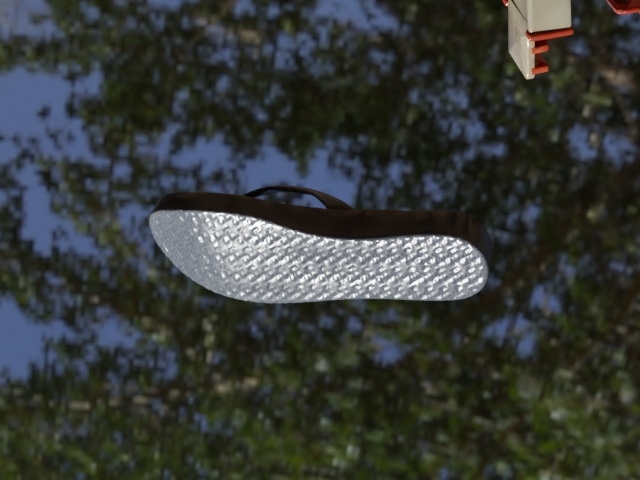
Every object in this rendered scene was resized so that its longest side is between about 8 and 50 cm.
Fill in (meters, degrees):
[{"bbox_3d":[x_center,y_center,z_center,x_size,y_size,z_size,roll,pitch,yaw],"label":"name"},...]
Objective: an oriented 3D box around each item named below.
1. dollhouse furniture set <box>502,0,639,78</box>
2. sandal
[{"bbox_3d":[0.344,-0.284,1.957,0.259,0.135,0.262,-12,-142,-7],"label":"dollhouse furniture set"},{"bbox_3d":[0.001,0.001,1.273,0.254,0.097,0.054,6,-133,8],"label":"sandal"}]
